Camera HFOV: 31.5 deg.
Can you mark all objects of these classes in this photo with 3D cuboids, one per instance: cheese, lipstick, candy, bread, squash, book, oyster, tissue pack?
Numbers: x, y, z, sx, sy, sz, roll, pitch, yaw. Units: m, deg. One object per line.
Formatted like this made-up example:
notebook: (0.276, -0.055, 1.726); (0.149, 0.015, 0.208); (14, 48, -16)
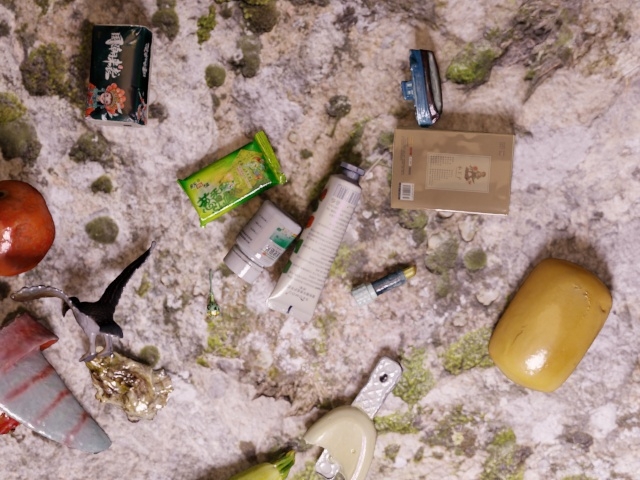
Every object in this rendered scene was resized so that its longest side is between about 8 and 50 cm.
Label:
cheese: (0.064, 0.300, 1.882); (0.127, 0.050, 0.235); (34, 95, 11)
lipstick: (0.110, 0.073, 1.895); (0.116, 0.037, 0.037); (-25, 83, 4)
candy: (-0.154, -0.104, 1.951); (0.178, 0.032, 0.102); (-28, 83, 8)
bread: (0.366, 0.136, 1.814); (0.147, 0.098, 0.217); (30, 92, 14)
squash: (-0.122, 0.418, 1.899); (0.200, 0.075, 0.090); (-37, 56, 5)
book: (0.217, -0.115, 1.877); (0.198, 0.016, 0.139); (5, 102, 10)
oyster: (-0.342, 0.251, 1.961); (0.165, 0.053, 0.108); (29, 103, 3)
tissue pack: (-0.347, -0.285, 1.965); (0.103, 0.090, 0.170); (4, 87, 13)
candy: (-0.187, 0.092, 1.954); (0.023, 0.025, 0.083); (-9, 79, 27)

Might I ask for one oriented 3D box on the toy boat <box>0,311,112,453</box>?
toy boat: (-0.469, 0.266, 1.928); (0.096, 0.206, 0.282); (-33, 98, 26)

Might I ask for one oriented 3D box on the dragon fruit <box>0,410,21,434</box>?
dragon fruit: (-0.623, 0.292, 1.976); (0.246, 0.125, 0.125); (-14, 89, 16)

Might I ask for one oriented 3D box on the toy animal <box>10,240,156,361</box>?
toy animal: (-0.404, 0.127, 1.916); (0.197, 0.272, 0.160); (-45, 61, 47)

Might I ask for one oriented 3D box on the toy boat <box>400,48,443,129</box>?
toy boat: (0.167, -0.252, 1.889); (0.060, 0.060, 0.137); (-12, 88, 35)

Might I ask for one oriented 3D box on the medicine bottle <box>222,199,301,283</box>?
medicine bottle: (-0.100, 0.003, 1.911); (0.080, 0.080, 0.130); (40, 94, 10)

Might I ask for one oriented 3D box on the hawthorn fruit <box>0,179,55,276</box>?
hawthorn fruit: (-0.559, -0.014, 1.893); (0.165, 0.285, 0.165); (2, 97, 16)

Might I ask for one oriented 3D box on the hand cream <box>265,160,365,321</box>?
hand cream: (0.000, 0.000, 1.903); (0.095, 0.059, 0.276); (24, 92, -28)
